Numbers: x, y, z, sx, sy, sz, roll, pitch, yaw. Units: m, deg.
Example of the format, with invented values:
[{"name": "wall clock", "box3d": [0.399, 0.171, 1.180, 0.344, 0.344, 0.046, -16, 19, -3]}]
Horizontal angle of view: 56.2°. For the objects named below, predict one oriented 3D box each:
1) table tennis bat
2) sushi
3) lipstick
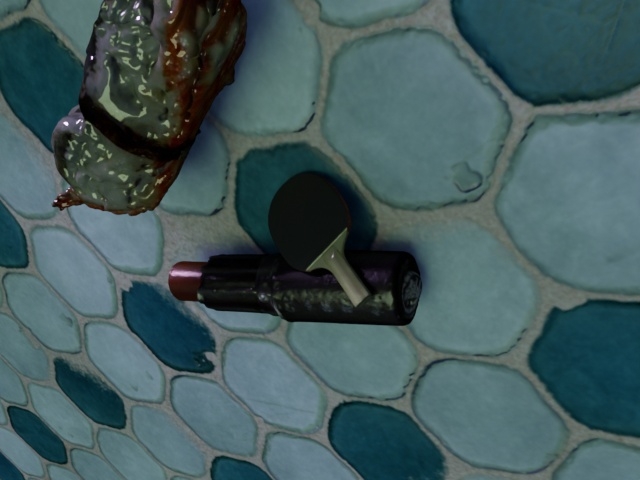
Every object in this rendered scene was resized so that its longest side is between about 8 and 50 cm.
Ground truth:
[{"name": "table tennis bat", "box3d": [0.000, 0.000, 0.580, 0.087, 0.013, 0.156, -44, 61, 17]}, {"name": "sushi", "box3d": [-0.170, -0.135, 0.574, 0.130, 0.124, 0.332, 32, 131, -6]}, {"name": "lipstick", "box3d": [-0.039, 0.047, 0.646, 0.300, 0.081, 0.081, 0, 120, 30]}]
